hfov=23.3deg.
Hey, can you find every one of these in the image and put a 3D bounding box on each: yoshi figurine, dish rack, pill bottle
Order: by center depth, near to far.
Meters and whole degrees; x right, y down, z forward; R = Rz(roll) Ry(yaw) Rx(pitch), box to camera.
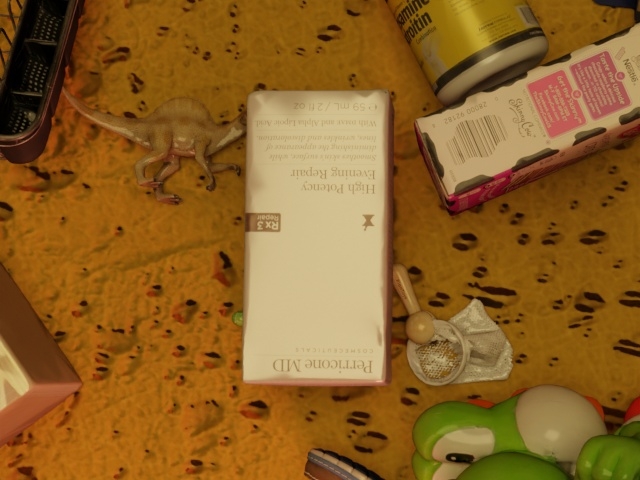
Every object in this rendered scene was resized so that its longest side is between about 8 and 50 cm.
[{"bbox_3d":[0.245,0.206,1.183,0.362,0.203,0.204,2,91,9],"label":"yoshi figurine"},{"bbox_3d":[0.104,-0.211,1.279,0.103,0.103,0.184,-27,82,3],"label":"pill bottle"},{"bbox_3d":[-0.338,-0.166,1.304,0.271,0.074,0.208,6,62,8],"label":"dish rack"}]

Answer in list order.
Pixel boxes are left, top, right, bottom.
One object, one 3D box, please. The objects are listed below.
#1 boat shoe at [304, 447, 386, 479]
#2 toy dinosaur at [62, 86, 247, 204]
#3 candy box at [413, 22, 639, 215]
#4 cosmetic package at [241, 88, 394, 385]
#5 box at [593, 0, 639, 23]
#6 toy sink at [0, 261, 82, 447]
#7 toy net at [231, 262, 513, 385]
[{"bbox_3d":[0.055,0.239,1.259,0.183,0.066,0.066,34,90,8],"label":"boat shoe"},{"bbox_3d":[-0.132,-0.083,1.326,0.183,0.053,0.093,3,69,-1],"label":"toy dinosaur"},{"bbox_3d":[0.195,-0.100,1.231,0.233,0.159,0.071,-24,84,4],"label":"candy box"},{"bbox_3d":[0.000,0.000,1.233,0.117,0.085,0.231,-1,84,6],"label":"cosmetic package"},{"bbox_3d":[0.340,-0.234,1.258,0.225,0.036,0.136,8,120,8],"label":"box"},{"bbox_3d":[-0.328,0.063,1.272,0.131,0.153,0.234,-36,83,2],"label":"toy sink"},{"bbox_3d":[0.046,0.072,1.286,0.232,0.045,0.122,25,87,7],"label":"toy net"}]
